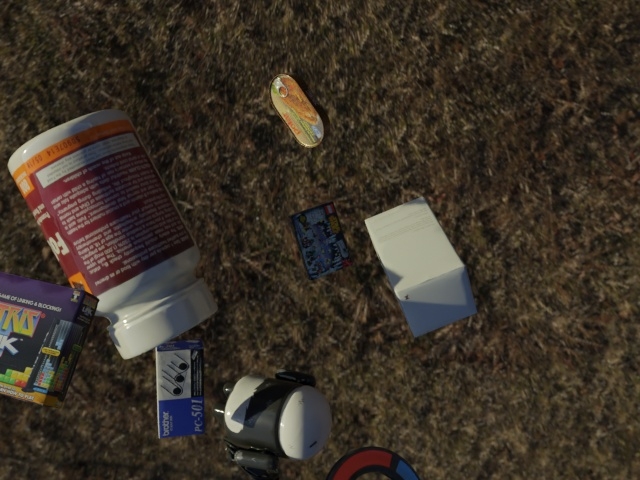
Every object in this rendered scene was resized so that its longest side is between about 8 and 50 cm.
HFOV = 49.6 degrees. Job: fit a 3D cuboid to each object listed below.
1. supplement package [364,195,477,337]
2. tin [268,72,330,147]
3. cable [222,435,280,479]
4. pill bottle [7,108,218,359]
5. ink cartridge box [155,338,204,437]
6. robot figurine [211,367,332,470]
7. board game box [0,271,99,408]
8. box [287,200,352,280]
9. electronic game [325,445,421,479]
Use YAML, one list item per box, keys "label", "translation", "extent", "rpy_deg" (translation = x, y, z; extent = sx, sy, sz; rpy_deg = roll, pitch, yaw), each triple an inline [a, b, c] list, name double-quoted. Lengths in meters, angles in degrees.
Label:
- label: "supplement package"
  translation: [0.150, 0.037, 1.050]
  extent: [0.105, 0.179, 0.105]
  rpy_deg: [-22, 129, 3]
- label: "tin"
  translation: [-0.049, -0.310, 1.641]
  extent: [0.106, 0.040, 0.190]
  rpy_deg: [-34, 90, 43]
- label: "cable"
  translation: [-0.179, 0.567, 1.778]
  extent: [0.184, 0.150, 0.047]
  rpy_deg: [39, 81, -30]
- label: "pill bottle"
  translation: [-0.352, -0.008, 1.217]
  extent: [0.224, 0.224, 0.392]
  rpy_deg: [-26, 94, 13]
- label: "ink cartridge box"
  translation: [-0.294, 0.310, 1.453]
  extent: [0.097, 0.046, 0.207]
  rpy_deg: [-2, 110, -15]
- label: "robot figurine"
  translation: [-0.108, 0.406, 1.592]
  extent: [0.278, 0.173, 0.209]
  rpy_deg: [4, 85, 28]
- label: "board game box"
  translation: [-0.375, 0.115, 0.844]
  extent: [0.170, 0.141, 0.048]
  rpy_deg: [11, 164, 12]
- label: "box"
  translation: [0.000, 0.000, 1.375]
  extent: [0.094, 0.027, 0.137]
  rpy_deg: [-21, 100, -15]
- label: "electronic game"
  translation: [0.100, 0.479, 1.213]
  extent: [0.229, 0.229, 0.048]
  rpy_deg: [28, 146, -18]
